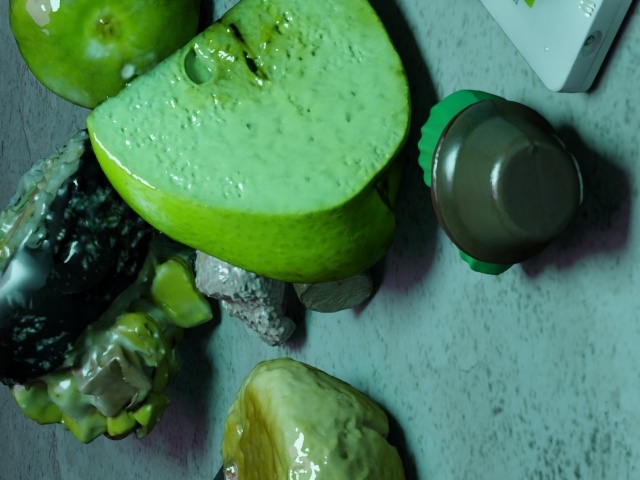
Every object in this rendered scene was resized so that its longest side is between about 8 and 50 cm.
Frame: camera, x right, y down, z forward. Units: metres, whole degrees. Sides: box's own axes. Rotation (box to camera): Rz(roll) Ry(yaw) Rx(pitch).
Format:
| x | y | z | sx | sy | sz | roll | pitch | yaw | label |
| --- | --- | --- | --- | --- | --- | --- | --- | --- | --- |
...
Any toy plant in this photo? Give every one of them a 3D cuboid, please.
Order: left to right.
| x | y | z | sx | sy | sz | roll | pitch | yaw | label |
| --- | --- | --- | --- | --- | --- | --- | --- | --- | --- |
| 0.128 | -0.042 | 1.049 | 0.200 | 0.105 | 0.143 | -144 | 41 | -78 | toy plant |

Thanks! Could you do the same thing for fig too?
| x | y | z | sx | sy | sz | roll | pitch | yaw | label |
| --- | --- | --- | --- | --- | --- | --- | --- | --- | --- |
| -0.272 | -0.292 | 1.673 | 0.314 | 0.233 | 0.233 | 43 | 130 | 47 | fig |

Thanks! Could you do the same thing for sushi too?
| x | y | z | sx | sy | sz | roll | pitch | yaw | label |
| --- | --- | --- | --- | --- | --- | --- | --- | --- | --- |
| -0.276 | 0.062 | 1.702 | 0.328 | 0.285 | 0.328 | -26 | 32 | 56 | sushi |

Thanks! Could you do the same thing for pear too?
| x | y | z | sx | sy | sz | roll | pitch | yaw | label |
| --- | --- | --- | --- | --- | --- | --- | --- | --- | --- |
| -0.027 | -0.080 | 1.245 | 0.159 | 0.292 | 0.292 | 78 | 175 | -62 | pear |

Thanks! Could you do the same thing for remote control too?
| x | y | z | sx | sy | sz | roll | pitch | yaw | label |
| --- | --- | --- | --- | --- | --- | --- | --- | --- | --- |
| 0.146 | -0.219 | 1.057 | 0.250 | 0.034 | 0.103 | 62 | 144 | 41 | remote control |

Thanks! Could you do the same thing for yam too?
| x | y | z | sx | sy | sz | roll | pitch | yaw | label |
| --- | --- | --- | --- | --- | --- | --- | --- | --- | --- |
| -0.003 | 0.001 | 1.332 | 0.084 | 0.084 | 0.127 | 120 | 141 | -48 | yam |

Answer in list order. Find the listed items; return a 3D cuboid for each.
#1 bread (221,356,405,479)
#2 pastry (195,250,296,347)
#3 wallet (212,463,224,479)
| x | y | z | sx | sy | sz | roll | pitch | yaw | label |
| --- | --- | --- | --- | --- | --- | --- | --- | --- | --- |
| -0.006 | 0.232 | 1.306 | 0.244 | 0.134 | 0.244 | 178 | 90 | -67 | bread |
| -0.072 | -0.019 | 1.433 | 0.103 | 0.112 | 0.265 | 6 | 99 | 56 | pastry |
| -0.076 | 0.299 | 1.565 | 0.146 | 0.030 | 0.285 | 66 | 146 | 29 | wallet |
